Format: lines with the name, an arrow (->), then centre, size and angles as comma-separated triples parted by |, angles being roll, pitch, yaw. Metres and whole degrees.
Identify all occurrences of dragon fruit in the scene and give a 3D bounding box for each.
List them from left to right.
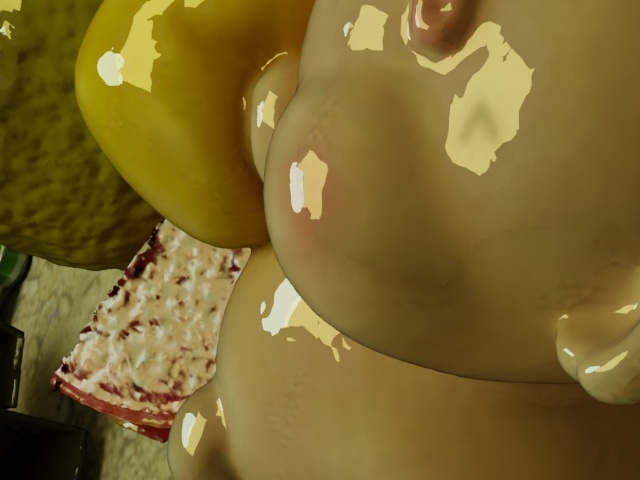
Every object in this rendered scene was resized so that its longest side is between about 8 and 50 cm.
dragon fruit -> 0.010, 0.007, 0.934 | 0.126, 0.161, 0.274 | 38, 97, 21

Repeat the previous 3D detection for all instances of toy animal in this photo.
toy animal -> 0.049, -0.020, 0.693 | 0.247, 0.278, 0.345 | -160, 86, -75

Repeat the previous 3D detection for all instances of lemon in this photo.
lemon -> -0.117, -0.134, 0.998 | 0.268, 0.268, 0.321 | -119, 29, -49

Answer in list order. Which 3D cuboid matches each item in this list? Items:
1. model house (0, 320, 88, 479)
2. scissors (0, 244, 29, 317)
model house -> -0.292, 0.141, 1.224 | 0.243, 0.211, 0.204 | -10, 66, 54
scissors -> -0.233, 0.009, 1.365 | 0.101, 0.027, 0.204 | 11, 83, 59
